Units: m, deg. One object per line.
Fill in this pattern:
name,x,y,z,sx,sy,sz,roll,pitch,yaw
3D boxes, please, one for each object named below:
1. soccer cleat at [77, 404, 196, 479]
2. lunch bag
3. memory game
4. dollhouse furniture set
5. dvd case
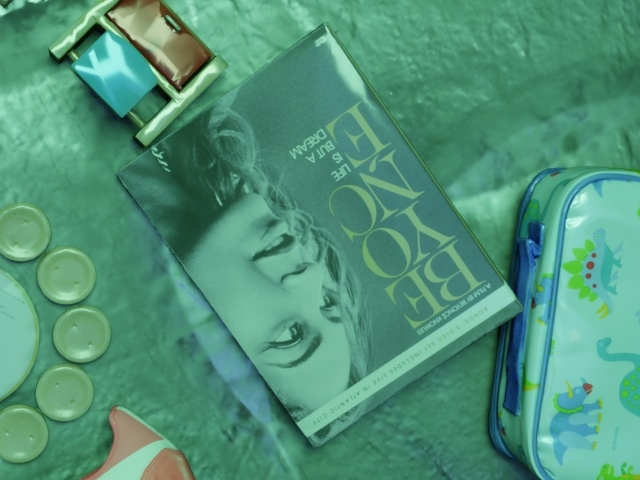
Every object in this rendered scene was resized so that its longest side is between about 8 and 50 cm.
soccer cleat,-0.185,0.210,0.708,0.248,0.083,0.095,-39,88,-8
lunch bag,0.208,0.060,0.775,0.176,0.090,0.219,5,94,-14
memory game,-0.224,0.059,0.714,0.186,0.012,0.186,-1,96,-14
dollhouse furniture set,-0.118,-0.165,0.658,0.129,0.129,0.184,-45,102,-6
dvd case,0.000,0.000,0.727,0.164,0.018,0.221,-34,97,7
